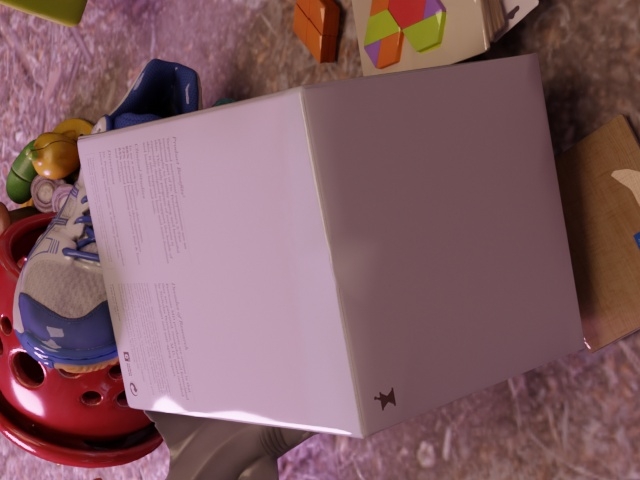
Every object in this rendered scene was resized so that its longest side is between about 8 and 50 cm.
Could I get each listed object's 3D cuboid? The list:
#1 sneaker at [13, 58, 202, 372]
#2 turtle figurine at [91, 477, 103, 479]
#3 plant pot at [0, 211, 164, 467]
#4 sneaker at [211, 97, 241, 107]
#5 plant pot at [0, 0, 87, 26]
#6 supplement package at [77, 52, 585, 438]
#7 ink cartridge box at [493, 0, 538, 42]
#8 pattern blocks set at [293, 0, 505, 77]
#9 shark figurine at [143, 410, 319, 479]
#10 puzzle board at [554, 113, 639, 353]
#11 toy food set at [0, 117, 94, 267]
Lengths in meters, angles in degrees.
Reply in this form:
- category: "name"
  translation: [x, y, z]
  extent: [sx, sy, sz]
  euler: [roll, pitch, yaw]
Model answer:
- category: "sneaker"
  translation: [-0.162, -0.032, 0.939]
  extent: [0.296, 0.112, 0.131]
  euler: [-79, 1, -49]
- category: "turtle figurine"
  translation: [-0.163, 0.344, 0.961]
  extent: [0.217, 0.087, 0.269]
  euler: [17, 101, 44]
- category: "plant pot"
  translation: [-0.201, 0.089, 1.053]
  extent: [0.191, 0.191, 0.174]
  euler: [37, 118, 38]
- category: "sneaker"
  translation: [-0.075, -0.037, 1.017]
  extent: [0.076, 0.065, 0.166]
  euler: [-30, 65, 50]
- category: "plant pot"
  translation: [-0.301, -0.346, 1.090]
  extent: [0.207, 0.228, 0.227]
  euler: [-65, 27, 15]
- category: "supplement package"
  translation: [0.000, 0.000, 0.808]
  extent: [0.263, 0.198, 0.199]
  euler: [-4, 98, 52]
- category: "ink cartridge box"
  translation: [0.126, -0.182, 0.835]
  extent: [0.048, 0.028, 0.083]
  euler: [-40, 64, 41]
- category: "pattern blocks set"
  translation: [0.063, -0.199, 0.866]
  extent: [0.285, 0.026, 0.324]
  euler: [-37, 66, 50]
- category: "shark figurine"
  translation: [-0.108, 0.188, 0.941]
  extent: [0.116, 0.278, 0.166]
  euler: [50, 154, -21]
- category: "puzzle board"
  translation: [0.188, -0.003, 0.790]
  extent: [0.096, 0.011, 0.128]
  euler: [-37, 66, 38]
- category: "toy food set"
  translation: [-0.290, -0.025, 1.221]
  extent: [0.128, 0.071, 0.218]
  euler: [50, 123, 32]
